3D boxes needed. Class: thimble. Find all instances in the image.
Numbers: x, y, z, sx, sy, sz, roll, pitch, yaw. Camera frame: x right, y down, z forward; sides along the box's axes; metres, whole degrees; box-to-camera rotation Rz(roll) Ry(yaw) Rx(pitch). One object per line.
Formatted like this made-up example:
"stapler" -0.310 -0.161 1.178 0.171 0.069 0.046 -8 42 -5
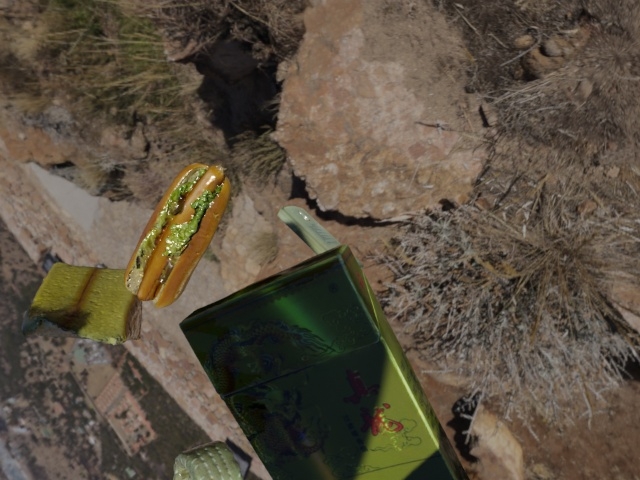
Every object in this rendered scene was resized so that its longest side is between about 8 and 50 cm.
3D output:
"thimble" -0.142 0.312 0.564 0.110 0.062 0.084 27 114 48

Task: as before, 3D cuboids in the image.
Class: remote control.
"remote control" 0.000 0.000 1.038 0.233 0.098 0.038 44 111 23

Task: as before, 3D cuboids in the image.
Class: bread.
"bread" -0.563 0.217 1.052 0.233 0.361 0.244 8 107 -17

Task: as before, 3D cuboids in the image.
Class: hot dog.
"hot dog" -0.291 -0.015 0.894 0.135 0.100 0.337 34 102 8

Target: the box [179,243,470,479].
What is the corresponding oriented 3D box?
"box" 0.017 0.174 0.415 0.173 0.043 0.311 -24 100 19
